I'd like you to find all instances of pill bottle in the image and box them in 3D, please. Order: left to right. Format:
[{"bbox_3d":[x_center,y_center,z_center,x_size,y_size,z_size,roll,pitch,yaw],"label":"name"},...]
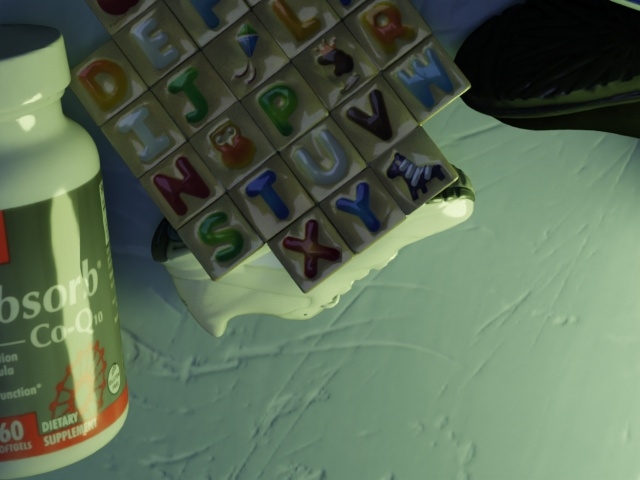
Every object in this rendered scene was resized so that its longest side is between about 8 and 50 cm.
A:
[{"bbox_3d":[-0.289,0.006,1.528,0.210,0.210,0.363,-5,109,-1],"label":"pill bottle"}]

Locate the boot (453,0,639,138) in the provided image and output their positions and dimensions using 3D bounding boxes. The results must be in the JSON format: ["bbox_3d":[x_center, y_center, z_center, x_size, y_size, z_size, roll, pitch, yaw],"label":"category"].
[{"bbox_3d":[0.310,-0.091,1.569,0.348,0.131,0.260,-1,139,24],"label":"boot"}]

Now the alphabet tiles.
[{"bbox_3d":[-0.049,-0.140,1.530,0.285,0.011,0.342,-37,88,6],"label":"alphabet tiles"}]

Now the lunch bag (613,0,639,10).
[{"bbox_3d":[0.163,-0.324,1.376,0.385,0.328,0.239,18,106,-10],"label":"lunch bag"}]

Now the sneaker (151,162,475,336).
[{"bbox_3d":[0.000,0.000,1.610,0.297,0.111,0.129,-14,122,8],"label":"sneaker"}]
